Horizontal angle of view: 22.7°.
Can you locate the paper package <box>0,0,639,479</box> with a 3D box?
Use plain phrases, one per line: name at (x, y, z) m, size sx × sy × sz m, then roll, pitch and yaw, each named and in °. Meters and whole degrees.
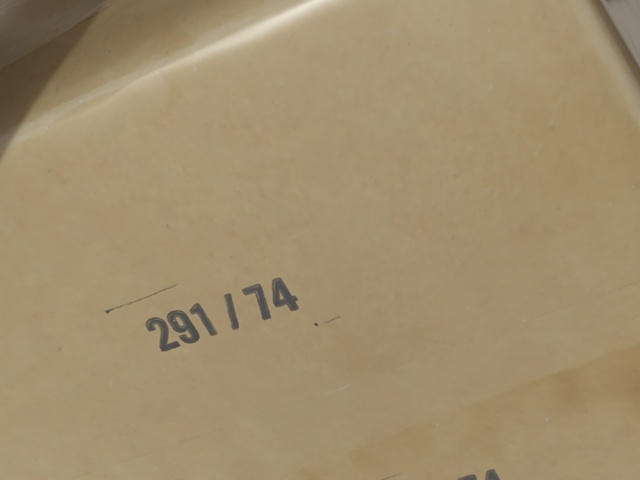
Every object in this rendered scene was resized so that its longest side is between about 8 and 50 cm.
paper package at (0.000, 0.000, 0.677) m, size 0.325 × 0.168 × 0.309 m, roll -24°, pitch 123°, yaw 18°
